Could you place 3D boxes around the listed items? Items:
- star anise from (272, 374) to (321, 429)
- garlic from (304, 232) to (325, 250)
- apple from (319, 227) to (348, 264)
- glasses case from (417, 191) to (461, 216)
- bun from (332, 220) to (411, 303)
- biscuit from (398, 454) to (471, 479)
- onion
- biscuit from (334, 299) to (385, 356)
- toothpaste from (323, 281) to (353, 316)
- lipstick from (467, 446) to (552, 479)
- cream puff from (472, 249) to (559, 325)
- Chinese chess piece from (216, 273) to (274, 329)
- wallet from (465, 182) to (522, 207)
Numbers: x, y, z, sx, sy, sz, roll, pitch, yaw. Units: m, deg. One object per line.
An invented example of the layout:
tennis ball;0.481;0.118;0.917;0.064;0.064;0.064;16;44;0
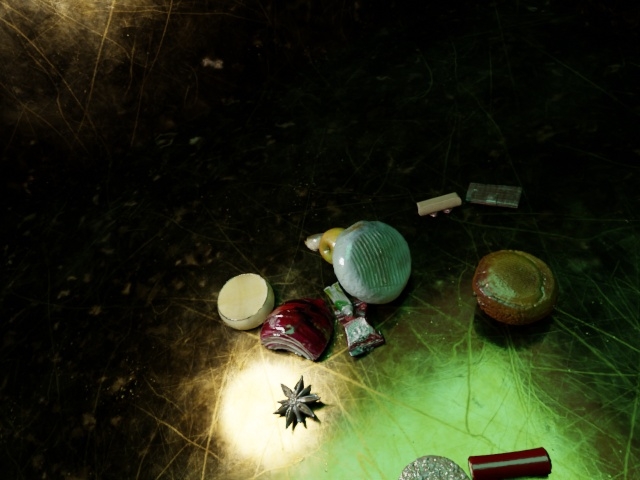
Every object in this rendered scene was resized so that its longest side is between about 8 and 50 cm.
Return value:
star anise;-0.097;0.612;1.763;0.182;0.065;0.195;-40;55;-7
garlic;-0.002;-0.004;2.204;0.152;0.066;0.084;-14;48;11
apple;0.090;0.027;2.089;0.155;0.182;0.182;-19;42;-36
glasses case;0.544;-0.160;2.153;0.193;0.070;0.102;-15;22;9
bun;0.199;0.091;1.917;0.211;0.362;0.362;-17;38;55
biscuit;0.363;0.763;1.508;0.250;0.032;0.133;-7;50;15
onion;-0.108;0.327;1.936;0.314;0.146;0.280;3;50;26
biscuit;0.154;0.344;1.886;0.151;0.063;0.235;-28;53;7
toothpaste;0.082;0.248;1.963;0.078;0.047;0.248;-31;30;-5
lipstick;0.586;0.698;1.453;0.241;0.080;0.080;-13;51;9
cream puff;0.714;0.182;1.729;0.303;0.212;0.303;-4;56;6
Chinese chess piece;-0.332;0.270;2.079;0.257;0.104;0.257;-10;52;12
wallet;0.781;-0.206;2.113;0.230;0.042;0.124;11;55;25
